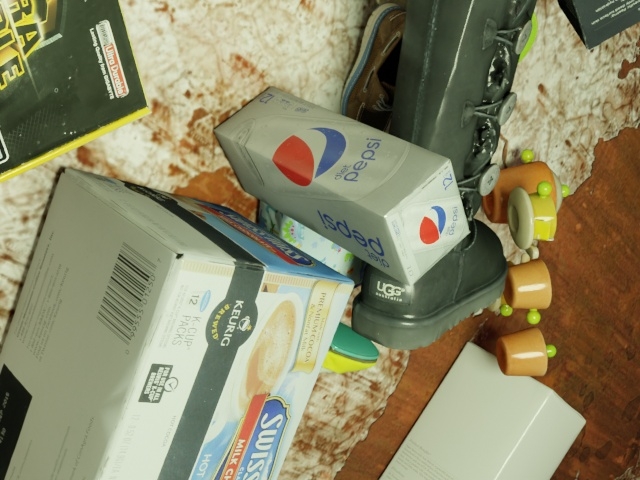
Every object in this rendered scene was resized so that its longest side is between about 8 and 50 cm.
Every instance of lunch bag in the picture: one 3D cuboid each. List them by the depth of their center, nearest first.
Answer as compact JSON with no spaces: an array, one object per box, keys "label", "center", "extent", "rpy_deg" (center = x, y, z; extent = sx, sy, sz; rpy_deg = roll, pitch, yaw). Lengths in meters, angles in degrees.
[{"label":"lunch bag","center":[0.000,0.000,1.089],"extent":[0.151,0.096,0.129],"rpy_deg":[-7,116,-30]}]

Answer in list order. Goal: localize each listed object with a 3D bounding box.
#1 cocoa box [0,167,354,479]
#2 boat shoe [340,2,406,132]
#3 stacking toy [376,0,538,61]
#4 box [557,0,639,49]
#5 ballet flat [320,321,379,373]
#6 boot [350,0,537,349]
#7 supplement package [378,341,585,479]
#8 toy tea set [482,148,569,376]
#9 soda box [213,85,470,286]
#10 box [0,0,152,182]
[{"label":"cocoa box","center":[-0.167,0.141,0.904],"extent":[0.228,0.231,0.347],"rpy_deg":[12,103,-46]},{"label":"boat shoe","center":[0.073,-0.184,1.067],"extent":[0.066,0.066,0.183],"rpy_deg":[-9,125,-29]},{"label":"stacking toy","center":[0.215,-0.362,1.116],"extent":[0.279,0.130,0.309],"rpy_deg":[-39,138,23]},{"label":"box","center":[0.343,-0.331,1.028],"extent":[0.156,0.093,0.158],"rpy_deg":[-28,141,12]},{"label":"ballet flat","center":[-0.019,0.135,1.170],"extent":[0.077,0.077,0.231],"rpy_deg":[-47,137,16]},{"label":"boot","center":[0.176,-0.132,1.092],"extent":[0.367,0.146,0.445],"rpy_deg":[-35,135,-62]},{"label":"supplement package","center":[0.260,0.349,1.458],"extent":[0.293,0.177,0.175],"rpy_deg":[-56,137,-4]},{"label":"toy tea set","center":[0.318,0.038,1.323],"extent":[0.124,0.200,0.336],"rpy_deg":[-6,120,-7]},{"label":"soda box","center":[0.014,-0.065,0.927],"extent":[0.091,0.286,0.098],"rpy_deg":[-40,133,-19]},{"label":"box","center":[-0.297,-0.204,0.717],"extent":[0.257,0.079,0.322],"rpy_deg":[-30,129,-27]}]
